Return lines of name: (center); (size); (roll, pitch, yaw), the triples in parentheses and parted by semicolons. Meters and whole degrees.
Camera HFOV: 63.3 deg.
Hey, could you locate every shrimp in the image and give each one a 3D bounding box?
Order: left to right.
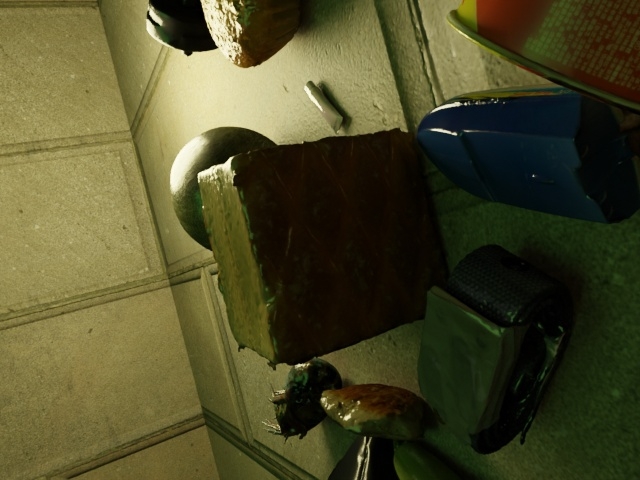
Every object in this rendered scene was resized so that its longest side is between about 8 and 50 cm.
shrimp: (-0.050, 0.346, 1.168); (0.372, 0.137, 0.172); (-53, 19, 47)

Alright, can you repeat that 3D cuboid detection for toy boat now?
toy boat: (0.186, -0.100, 0.546); (0.129, 0.088, 0.295); (54, 170, -23)

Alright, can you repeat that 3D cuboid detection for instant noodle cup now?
instant noodle cup: (0.215, -0.197, 0.344); (0.213, 0.213, 0.174); (51, 135, 38)

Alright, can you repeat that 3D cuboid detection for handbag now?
handbag: (0.100, 0.514, 0.940); (0.178, 0.275, 0.302); (22, 134, 2)

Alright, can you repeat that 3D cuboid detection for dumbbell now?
dumbbell: (-0.262, -0.555, 1.059); (0.185, 0.185, 0.388); (59, 148, 29)

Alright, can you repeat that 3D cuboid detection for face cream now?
face cream: (0.007, -0.230, 0.889); (0.115, 0.020, 0.038); (56, 146, 27)

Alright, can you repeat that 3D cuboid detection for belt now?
belt: (0.197, 0.130, 0.578); (0.126, 0.140, 0.230); (42, 135, 48)

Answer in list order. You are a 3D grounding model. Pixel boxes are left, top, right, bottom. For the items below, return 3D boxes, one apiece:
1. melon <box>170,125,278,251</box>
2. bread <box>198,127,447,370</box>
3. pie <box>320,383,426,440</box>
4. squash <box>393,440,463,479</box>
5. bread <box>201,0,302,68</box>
melon: (-0.175, -0.106, 1.040); (0.329, 0.248, 0.248); (-135, 40, -53)
bread: (0.000, 0.000, 0.735); (0.207, 0.279, 0.279); (-7, 99, 63)
pie: (0.084, 0.277, 0.847); (0.193, 0.163, 0.079); (-1, 83, 55)
squash: (0.174, 0.372, 0.815); (0.224, 0.094, 0.094); (-144, 46, -62)
bread: (-0.126, -0.425, 0.915); (0.240, 0.139, 0.240); (36, 133, 51)
